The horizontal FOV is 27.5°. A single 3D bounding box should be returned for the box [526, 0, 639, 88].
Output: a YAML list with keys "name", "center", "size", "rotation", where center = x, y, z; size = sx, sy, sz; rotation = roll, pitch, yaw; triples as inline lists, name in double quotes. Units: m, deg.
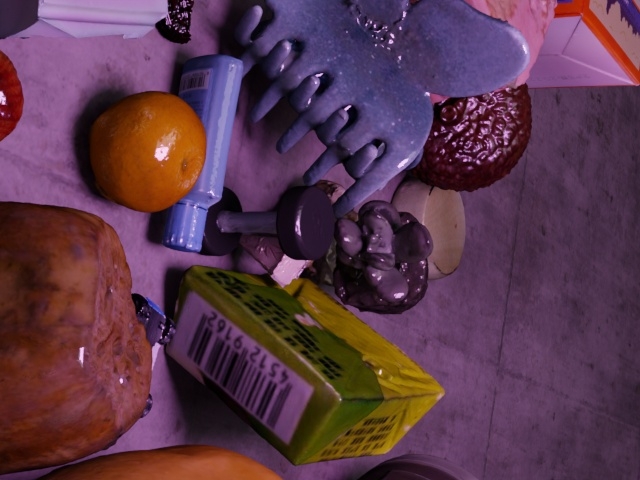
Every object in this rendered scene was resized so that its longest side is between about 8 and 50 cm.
- name: "box"
  center: [0.373, -0.443, 2.331]
  size: [0.318, 0.348, 0.257]
  rotation: [26, 70, -54]

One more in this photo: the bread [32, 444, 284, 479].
- name: "bread"
  center: [-0.218, 0.366, 1.446]
  size: [0.376, 0.348, 0.253]
  rotation: [-3, 66, -53]

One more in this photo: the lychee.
- name: "lychee"
  center: [0.234, -0.207, 2.217]
  size: [0.260, 0.260, 0.261]
  rotation: [-6, 97, -58]

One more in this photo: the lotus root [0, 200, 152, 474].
- name: "lotus root"
  center: [-0.302, 0.105, 1.415]
  size: [0.316, 0.249, 0.316]
  rotation: [-4, 90, -67]

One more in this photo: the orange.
- name: "orange"
  center: [-0.216, -0.113, 1.619]
  size: [0.154, 0.134, 0.155]
  rotation: [-45, 150, -34]

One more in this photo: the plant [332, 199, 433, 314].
- name: "plant"
  center: [0.084, 0.026, 1.872]
  size: [0.274, 0.146, 0.149]
  rotation: [74, 5, -76]

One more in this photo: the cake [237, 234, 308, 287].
- name: "cake"
  center: [-0.075, 0.012, 1.844]
  size: [0.065, 0.121, 0.052]
  rotation: [-55, 137, -4]

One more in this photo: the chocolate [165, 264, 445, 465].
- name: "chocolate"
  center: [-0.027, 0.170, 1.783]
  size: [0.288, 0.301, 0.137]
  rotation: [7, 117, -57]

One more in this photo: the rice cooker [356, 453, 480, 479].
- name: "rice cooker"
  center: [0.131, 0.511, 2.021]
  size: [0.325, 0.335, 0.335]
  rotation: [-22, 111, -54]

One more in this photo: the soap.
- name: "soap"
  center: [-0.282, -0.303, 1.528]
  size: [0.230, 0.091, 0.145]
  rotation: [-10, 97, -57]

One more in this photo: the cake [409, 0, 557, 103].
- name: "cake"
  center: [0.167, -0.393, 2.025]
  size: [0.307, 0.314, 0.293]
  rotation: [54, 47, -41]

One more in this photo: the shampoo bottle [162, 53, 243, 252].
- name: "shampoo bottle"
  center: [-0.162, -0.113, 1.722]
  size: [0.061, 0.103, 0.259]
  rotation: [17, 77, -39]

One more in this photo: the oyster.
- name: "oyster"
  center: [-0.005, 0.004, 2.007]
  size: [0.294, 0.094, 0.166]
  rotation: [65, 34, -63]

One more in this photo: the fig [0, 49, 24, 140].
- name: "fig"
  center: [-0.355, -0.159, 1.396]
  size: [0.153, 0.119, 0.119]
  rotation: [-16, 106, -58]

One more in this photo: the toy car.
- name: "toy car"
  center: [-0.245, 0.153, 1.632]
  size: [0.080, 0.070, 0.171]
  rotation: [46, 52, -49]

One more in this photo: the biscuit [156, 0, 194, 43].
- name: "biscuit"
  center: [-0.190, -0.306, 1.733]
  size: [0.087, 0.027, 0.089]
  rotation: [-61, 139, -34]

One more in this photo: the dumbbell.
- name: "dumbbell"
  center: [-0.084, -0.025, 1.767]
  size: [0.100, 0.191, 0.100]
  rotation: [-2, 92, -58]

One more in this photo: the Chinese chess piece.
- name: "Chinese chess piece"
  center: [0.190, -0.023, 2.318]
  size: [0.188, 0.083, 0.189]
  rotation: [4, 85, -58]

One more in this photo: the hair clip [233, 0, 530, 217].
- name: "hair clip"
  center: [0.040, -0.228, 1.830]
  size: [0.318, 0.392, 0.238]
  rotation: [50, 58, -1]
